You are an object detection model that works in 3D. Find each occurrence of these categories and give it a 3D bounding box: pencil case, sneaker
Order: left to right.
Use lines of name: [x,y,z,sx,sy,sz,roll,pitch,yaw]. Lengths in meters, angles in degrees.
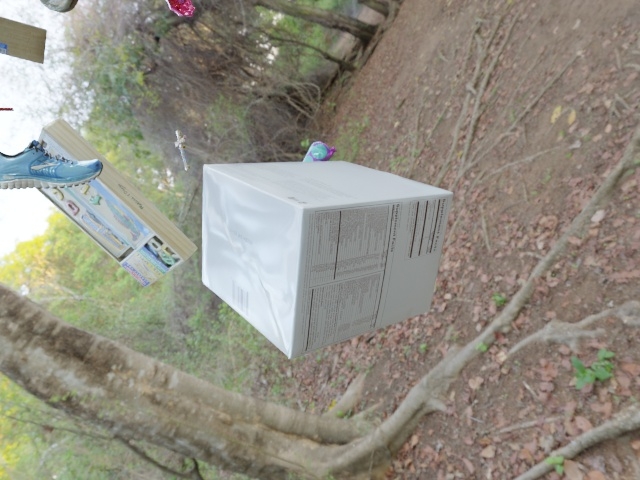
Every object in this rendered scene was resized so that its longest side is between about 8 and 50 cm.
sneaker: [-0.424,-0.119,0.689,0.063,0.162,0.073,21,114,53]
pencil case: [-0.021,-0.165,1.089,0.070,0.064,0.152,10,69,41]

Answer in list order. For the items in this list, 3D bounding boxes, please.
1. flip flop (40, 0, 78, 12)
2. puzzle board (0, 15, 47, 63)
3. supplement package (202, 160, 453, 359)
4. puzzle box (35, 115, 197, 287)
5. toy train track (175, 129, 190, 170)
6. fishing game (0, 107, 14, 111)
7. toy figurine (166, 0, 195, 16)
flip flop: [-0.492,-0.528,0.735,0.080,0.112,0.277,-62,-29,-55]
puzzle board: [-0.703,-0.462,1.019,0.096,0.128,0.011,-47,49,43]
supplement package: [0.000,0.000,0.507,0.194,0.203,0.149,27,118,47]
puzzle box: [-0.515,-0.068,1.082,0.272,0.409,0.052,-26,23,46]
toy train track: [-0.283,-0.188,0.930,0.048,0.014,0.083,-7,97,51]
fishing game: [-0.789,-0.209,0.941,0.264,0.041,0.189,-26,13,9]
toy figurine: [-0.325,-0.644,1.123,0.159,0.130,0.173,-52,19,8]
